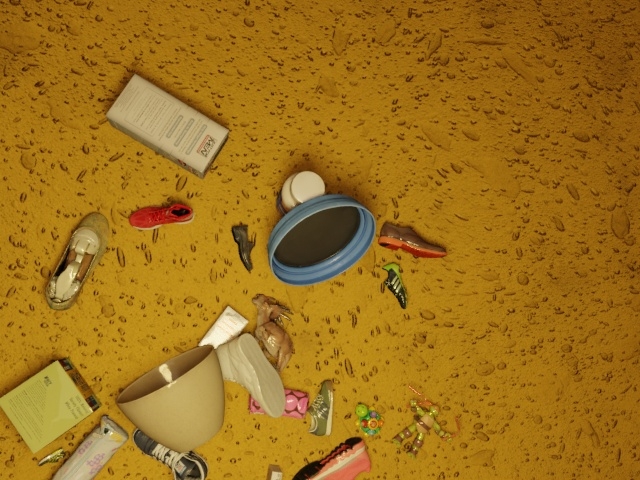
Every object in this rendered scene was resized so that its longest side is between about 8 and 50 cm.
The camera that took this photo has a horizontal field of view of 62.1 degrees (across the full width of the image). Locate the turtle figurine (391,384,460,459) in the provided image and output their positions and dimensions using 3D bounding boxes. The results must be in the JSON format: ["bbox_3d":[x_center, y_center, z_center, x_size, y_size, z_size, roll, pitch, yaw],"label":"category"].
[{"bbox_3d":[0.356,0.662,1.920,0.269,0.087,0.217,44,84,-12],"label":"turtle figurine"}]

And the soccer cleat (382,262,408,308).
[{"bbox_3d":[0.278,0.174,1.991,0.072,0.060,0.179,-13,79,-3],"label":"soccer cleat"}]

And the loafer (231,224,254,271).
[{"bbox_3d":[-0.264,0.025,1.896,0.061,0.062,0.170,-16,87,-18],"label":"loafer"}]

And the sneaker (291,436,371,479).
[{"bbox_3d":[0.041,0.813,1.820,0.313,0.116,0.136,-27,90,-14],"label":"sneaker"}]

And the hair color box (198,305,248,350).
[{"bbox_3d":[-0.336,0.320,1.843,0.093,0.053,0.167,38,78,-5],"label":"hair color box"}]

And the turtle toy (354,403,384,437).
[{"bbox_3d":[0.171,0.639,1.895,0.095,0.066,0.130,-40,92,-14],"label":"turtle toy"}]

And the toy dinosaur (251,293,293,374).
[{"bbox_3d":[-0.154,0.336,1.843,0.200,0.127,0.296,-38,109,-53],"label":"toy dinosaur"}]

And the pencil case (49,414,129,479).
[{"bbox_3d":[-0.732,0.693,1.674,0.113,0.124,0.273,40,77,-4],"label":"pencil case"}]

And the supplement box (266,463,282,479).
[{"bbox_3d":[-0.156,0.799,1.789,0.036,0.098,0.062,12,80,-10],"label":"supplement box"}]

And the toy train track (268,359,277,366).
[{"bbox_3d":[-0.165,0.443,1.880,0.083,0.014,0.048,-9,84,-13],"label":"toy train track"}]

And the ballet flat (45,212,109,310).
[{"bbox_3d":[-0.800,0.067,1.751,0.123,0.123,0.349,23,78,-8],"label":"ballet flat"}]

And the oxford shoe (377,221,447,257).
[{"bbox_3d":[0.357,0.000,2.010,0.271,0.097,0.098,16,74,-9],"label":"oxford shoe"}]

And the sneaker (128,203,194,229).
[{"bbox_3d":[-0.546,-0.093,1.817,0.221,0.128,0.087,-12,84,-14],"label":"sneaker"}]

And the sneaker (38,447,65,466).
[{"bbox_3d":[-0.856,0.698,1.694,0.083,0.031,0.035,-31,90,-14],"label":"sneaker"}]

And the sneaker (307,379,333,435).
[{"bbox_3d":[-0.005,0.590,1.866,0.086,0.064,0.192,4,85,-16],"label":"sneaker"}]

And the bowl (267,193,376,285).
[{"bbox_3d":[0.000,0.000,1.809,0.391,0.391,0.077,-20,53,-14],"label":"bowl"}]

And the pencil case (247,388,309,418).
[{"bbox_3d":[-0.143,0.561,1.831,0.209,0.095,0.098,9,46,-8],"label":"pencil case"}]

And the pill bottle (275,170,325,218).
[{"bbox_3d":[-0.068,-0.151,1.850,0.152,0.272,0.152,2,82,-11],"label":"pill bottle"}]

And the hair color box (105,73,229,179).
[{"bbox_3d":[-0.531,-0.396,1.871,0.374,0.113,0.185,31,78,-5],"label":"hair color box"}]

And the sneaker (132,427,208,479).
[{"bbox_3d":[-0.482,0.693,1.709,0.282,0.153,0.099,34,77,-5],"label":"sneaker"}]

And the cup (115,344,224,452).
[{"bbox_3d":[-0.432,0.515,1.672,0.331,0.331,0.237,-28,98,-14],"label":"cup"}]

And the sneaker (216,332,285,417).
[{"bbox_3d":[-0.238,0.459,1.766,0.108,0.169,0.293,-27,91,-53],"label":"sneaker"}]

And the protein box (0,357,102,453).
[{"bbox_3d":[-0.842,0.511,1.669,0.201,0.136,0.200,-35,90,-13],"label":"protein box"}]
